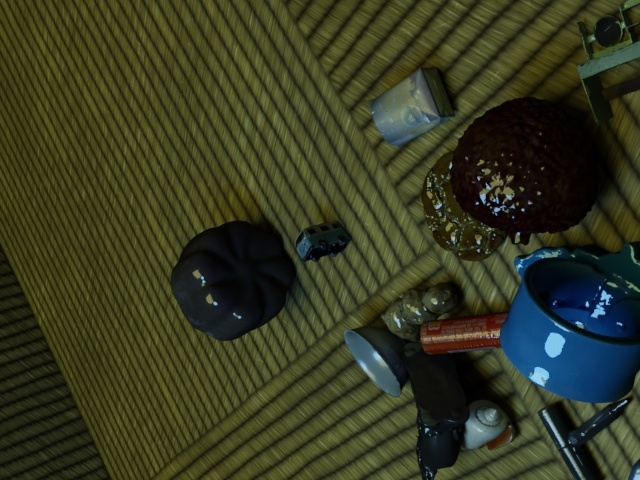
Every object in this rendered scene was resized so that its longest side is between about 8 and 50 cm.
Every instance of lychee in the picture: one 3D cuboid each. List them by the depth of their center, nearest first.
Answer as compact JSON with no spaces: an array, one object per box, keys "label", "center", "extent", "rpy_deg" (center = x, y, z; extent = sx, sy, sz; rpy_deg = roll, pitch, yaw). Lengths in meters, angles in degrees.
[{"label":"lychee","center":[0.349,-0.121,1.598],"extent":[0.261,0.261,0.260],"rpy_deg":[21,119,43]}]

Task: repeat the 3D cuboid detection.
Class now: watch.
[{"label":"watch","center":[0.421,0.117,1.580],"extent":[0.305,0.274,0.241],"rpy_deg":[33,127,31]}]

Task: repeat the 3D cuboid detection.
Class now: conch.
[{"label":"conch","center":[0.338,0.398,1.924],"extent":[0.094,0.104,0.176],"rpy_deg":[-118,32,-48]}]

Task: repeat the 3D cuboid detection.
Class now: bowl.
[{"label":"bowl","center":[0.145,0.251,2.074],"extent":[0.189,0.086,0.189],"rpy_deg":[46,162,20]}]

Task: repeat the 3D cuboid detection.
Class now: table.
[{"label":"table","center":[0.495,-0.297,1.508],"extent":[0.146,0.062,0.175],"rpy_deg":[-17,94,51]}]

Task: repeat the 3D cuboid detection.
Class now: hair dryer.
[{"label":"hair dryer","center":[0.521,0.366,1.741],"extent":[0.195,0.050,0.173],"rpy_deg":[-37,78,45]}]

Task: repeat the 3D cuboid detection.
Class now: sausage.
[{"label":"sausage","center":[0.328,0.181,1.843],"extent":[0.274,0.074,0.074],"rpy_deg":[-11,96,38]}]

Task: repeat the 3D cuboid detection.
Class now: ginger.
[{"label":"ginger","center":[0.216,0.145,1.980],"extent":[0.104,0.080,0.204],"rpy_deg":[50,138,4]}]

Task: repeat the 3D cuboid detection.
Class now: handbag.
[{"label":"handbag","center":[0.178,-0.264,1.867],"extent":[0.173,0.095,0.117],"rpy_deg":[-26,78,42]}]

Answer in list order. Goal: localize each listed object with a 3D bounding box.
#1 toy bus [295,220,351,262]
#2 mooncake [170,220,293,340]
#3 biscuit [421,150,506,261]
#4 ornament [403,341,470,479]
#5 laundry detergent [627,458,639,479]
[{"label":"toy bus","center":[0.000,0.000,2.139],"extent":[0.075,0.123,0.060],"rpy_deg":[57,138,23]},{"label":"mooncake","center":[-0.210,0.092,2.286],"extent":[0.154,0.306,0.306],"rpy_deg":[-36,76,46]},{"label":"biscuit","center":[0.283,-0.066,1.853],"extent":[0.226,0.042,0.225],"rpy_deg":[22,121,42]},{"label":"ornament","center":[0.235,0.373,1.977],"extent":[0.260,0.106,0.251],"rpy_deg":[90,174,-46]},{"label":"laundry detergent","center":[0.664,0.475,1.574],"extent":[0.290,0.094,0.143],"rpy_deg":[24,117,42]}]
